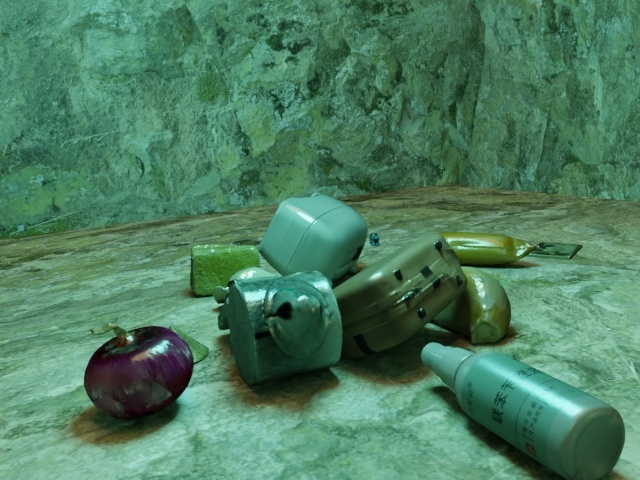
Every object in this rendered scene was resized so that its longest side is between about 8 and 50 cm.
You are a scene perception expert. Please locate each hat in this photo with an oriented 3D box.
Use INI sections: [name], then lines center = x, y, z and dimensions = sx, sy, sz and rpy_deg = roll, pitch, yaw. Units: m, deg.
[hat]
center = -0.305, 0.206, 1.250
dimensions = 0.146, 0.067, 0.146
rpy_deg = -3, 11, 1

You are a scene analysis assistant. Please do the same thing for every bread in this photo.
[bread]
center = -0.269, 0.079, 1.713
dimensions = 0.196, 0.138, 0.102
rpy_deg = -6, 22, -16

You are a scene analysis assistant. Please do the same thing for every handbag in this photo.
[handbag]
center = 0.126, 0.121, 1.244
dimensions = 0.283, 0.149, 0.302
rpy_deg = -29, 1, 43

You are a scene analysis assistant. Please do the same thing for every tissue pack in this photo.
[tissue pack]
center = 0.000, 0.000, 1.768
dimensions = 0.236, 0.229, 0.333
rpy_deg = 33, 21, 15

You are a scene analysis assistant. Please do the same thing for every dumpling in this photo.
[dumpling]
center = -0.191, 0.130, 1.590
dimensions = 0.169, 0.100, 0.134
rpy_deg = -36, -8, -32

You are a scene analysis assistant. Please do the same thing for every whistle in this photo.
[whistle]
center = -0.101, 0.143, 1.191
dimensions = 0.168, 0.188, 0.405
rpy_deg = -8, 14, -23

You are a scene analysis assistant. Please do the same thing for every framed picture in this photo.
[framed picture]
center = 0.773, 0.032, 2.008
dimensions = 0.136, 0.010, 0.201
rpy_deg = 4, 13, 33

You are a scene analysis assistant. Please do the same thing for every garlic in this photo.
[garlic]
center = 0.309, 0.141, 1.333
dimensions = 0.164, 0.145, 0.245
rpy_deg = -43, 27, -22

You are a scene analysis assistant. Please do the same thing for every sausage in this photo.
[sausage]
center = 0.497, 0.026, 1.866
dimensions = 0.328, 0.112, 0.112
rpy_deg = 2, 12, 21

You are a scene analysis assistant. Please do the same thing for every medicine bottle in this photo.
[medicine bottle]
center = 0.266, 0.225, 0.901
dimensions = 0.110, 0.110, 0.352
rpy_deg = -8, 12, -23

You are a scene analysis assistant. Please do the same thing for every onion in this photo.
[onion]
center = -0.300, 0.214, 1.014
dimensions = 0.177, 0.153, 0.177
rpy_deg = 9, 5, -1

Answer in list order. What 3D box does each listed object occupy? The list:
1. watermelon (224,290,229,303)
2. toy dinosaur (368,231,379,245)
[watermelon]
center = -0.173, 0.150, 1.437
dimensions = 0.109, 0.109, 0.109
rpy_deg = -3, 11, 1
[toy dinosaur]
center = 0.200, -0.009, 2.259
dimensions = 0.030, 0.047, 0.083
rpy_deg = -3, 10, -10
